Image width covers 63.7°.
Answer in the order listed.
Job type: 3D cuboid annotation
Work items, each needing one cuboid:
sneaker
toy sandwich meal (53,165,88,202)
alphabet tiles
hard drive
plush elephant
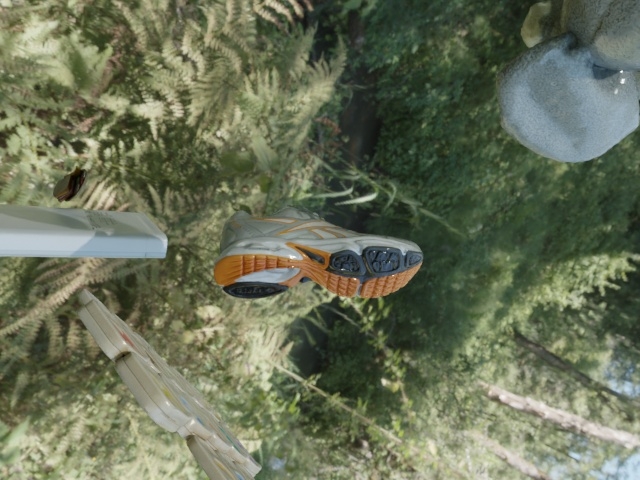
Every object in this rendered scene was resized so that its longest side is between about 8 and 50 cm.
[{"bbox_3d":[0.000,0.000,0.651,0.121,0.263,0.099,-101,-161,-44],"label":"sneaker"},{"bbox_3d":[-0.513,-0.116,1.058,0.029,0.086,0.085,35,77,-43],"label":"toy sandwich meal"},{"bbox_3d":[-0.142,0.166,0.534,0.021,0.278,0.284,-41,148,-16],"label":"alphabet tiles"},{"bbox_3d":[-0.472,-0.019,0.895,0.353,0.233,0.047,3,102,-30],"label":"hard drive"},{"bbox_3d":[0.250,-0.199,0.374,0.256,0.329,0.272,5,144,-34],"label":"plush elephant"}]
